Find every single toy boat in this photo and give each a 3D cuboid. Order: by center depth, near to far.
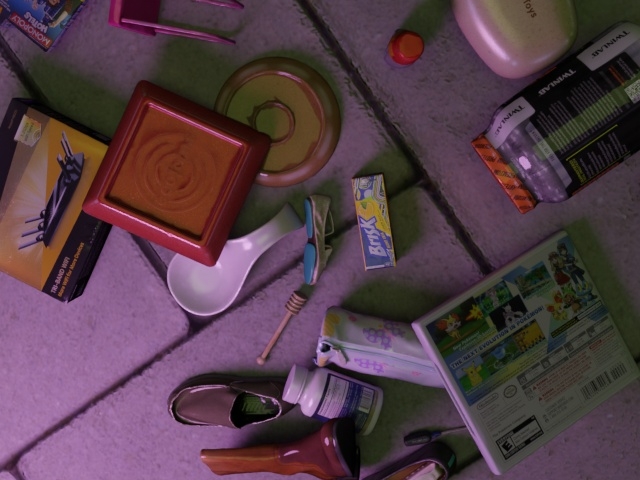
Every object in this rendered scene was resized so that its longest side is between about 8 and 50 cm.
[{"bbox_3d":[0.253,-0.378,1.400,0.318,0.148,0.267,-25,100,2],"label":"toy boat"}]

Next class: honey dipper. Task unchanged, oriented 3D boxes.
[{"bbox_3d":[-0.077,0.166,1.571,0.030,0.030,0.160,32,105,1],"label":"honey dipper"}]

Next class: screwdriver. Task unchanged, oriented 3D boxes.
[{"bbox_3d":[0.238,0.355,1.569,0.170,0.024,0.025,-18,68,3],"label":"screwdriver"}]

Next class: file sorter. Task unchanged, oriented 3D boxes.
[{"bbox_3d":[-0.216,-0.482,1.397,0.182,0.202,0.290,10,100,4],"label":"file sorter"}]

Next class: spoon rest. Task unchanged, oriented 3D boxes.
[{"bbox_3d":[-0.160,0.032,1.530,0.276,0.084,0.137,-36,93,10],"label":"spoon rest"}]

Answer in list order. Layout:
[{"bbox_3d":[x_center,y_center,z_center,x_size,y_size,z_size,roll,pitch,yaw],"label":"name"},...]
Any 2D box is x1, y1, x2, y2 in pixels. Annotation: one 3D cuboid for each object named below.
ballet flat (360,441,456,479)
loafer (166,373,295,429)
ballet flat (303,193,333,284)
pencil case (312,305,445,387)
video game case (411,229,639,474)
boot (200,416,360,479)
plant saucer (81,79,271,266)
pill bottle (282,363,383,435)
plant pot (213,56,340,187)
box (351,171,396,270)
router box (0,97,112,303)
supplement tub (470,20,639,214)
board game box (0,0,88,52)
[{"bbox_3d":[0.130,0.471,1.558,0.280,0.096,0.095,-40,94,11],"label":"ballet flat"},{"bbox_3d":[-0.172,0.303,1.571,0.251,0.087,0.094,-9,98,8],"label":"loafer"},{"bbox_3d":[0.000,0.000,1.523,0.052,0.057,0.168,-4,102,-21],"label":"ballet flat"},{"bbox_3d":[0.127,0.194,1.501,0.273,0.124,0.113,11,87,4],"label":"pencil case"},{"bbox_3d":[0.361,0.189,1.451,0.329,0.036,0.300,-30,95,-15],"label":"video game case"},{"bbox_3d":[-0.075,0.373,1.505,0.281,0.264,0.096,0,70,6],"label":"boot"},{"bbox_3d":[-0.253,-0.119,1.467,0.259,0.048,0.258,24,88,-2],"label":"plant saucer"},{"bbox_3d":[0.021,0.286,1.532,0.169,0.094,0.094,21,101,-6],"label":"pill bottle"},{"bbox_3d":[-0.083,-0.211,1.509,0.236,0.032,0.236,1,99,7],"label":"plant pot"},{"bbox_3d":[0.097,-0.034,1.504,0.059,0.054,0.168,-8,98,8],"label":"box"},{"bbox_3d":[-0.504,-0.074,1.555,0.243,0.081,0.308,26,101,2],"label":"router box"},{"bbox_3d":[0.418,-0.193,1.370,0.316,0.193,0.193,-35,93,10],"label":"supplement tub"},{"bbox_3d":[-0.529,-0.436,1.512,0.194,0.060,0.194,41,102,-1],"label":"board game box"}]
